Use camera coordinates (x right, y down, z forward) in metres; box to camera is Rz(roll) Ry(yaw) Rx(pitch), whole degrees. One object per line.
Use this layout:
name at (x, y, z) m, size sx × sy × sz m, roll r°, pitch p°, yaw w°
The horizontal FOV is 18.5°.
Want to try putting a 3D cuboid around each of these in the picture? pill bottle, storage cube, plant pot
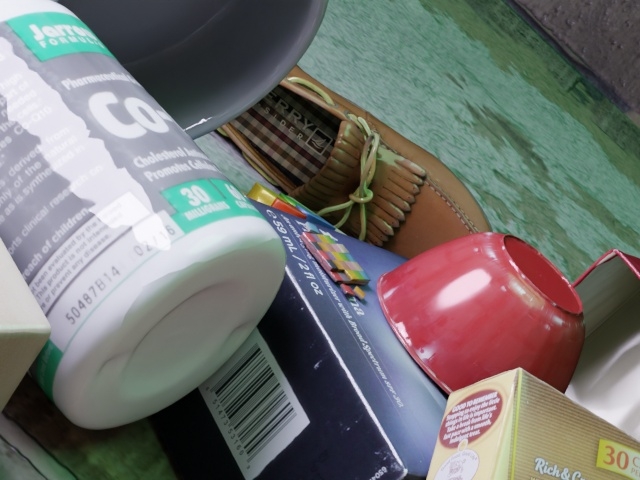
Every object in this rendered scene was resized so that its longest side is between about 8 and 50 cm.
pill bottle at (-0.211, -0.050, 1.470) m, size 0.361 × 0.204 × 0.204 m, roll 47°, pitch 20°, yaw 21°
storage cube at (0.333, 0.145, 2.106) m, size 0.183 × 0.215 × 0.193 m, roll 49°, pitch 15°, yaw 23°
plant pot at (-0.265, 0.059, 1.329) m, size 0.096 × 0.109 × 0.109 m, roll -1°, pitch 47°, yaw -44°

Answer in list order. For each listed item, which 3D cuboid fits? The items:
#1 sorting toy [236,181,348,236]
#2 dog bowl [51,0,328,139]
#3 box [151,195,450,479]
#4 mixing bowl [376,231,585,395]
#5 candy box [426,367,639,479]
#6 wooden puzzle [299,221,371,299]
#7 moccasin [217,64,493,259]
sorting toy at (0.000, 0.000, 1.845) m, size 0.193 × 0.038 × 0.208 m, roll 35°, pitch 9°, yaw 16°
dog bowl at (-0.148, -0.205, 1.709) m, size 0.349 × 0.349 × 0.102 m, roll 15°, pitch 38°, yaw -52°
box at (0.037, 0.150, 1.589) m, size 0.294 × 0.183 × 0.296 m, roll 21°, pitch 30°, yaw -48°
mixing bowl at (0.143, 0.059, 1.562) m, size 0.181 × 0.098 × 0.181 m, roll 38°, pitch 19°, yaw -15°
candy box at (0.143, 0.270, 1.347) m, size 0.183 × 0.087 × 0.316 m, roll 32°, pitch 58°, yaw -23°
wooden puzzle at (0.012, 0.015, 1.539) m, size 0.083 × 0.006 × 0.049 m, roll 51°, pitch 22°, yaw 23°
moccasin at (0.019, -0.082, 2.064) m, size 0.380 × 0.139 × 0.147 m, roll 44°, pitch 21°, yaw 3°
